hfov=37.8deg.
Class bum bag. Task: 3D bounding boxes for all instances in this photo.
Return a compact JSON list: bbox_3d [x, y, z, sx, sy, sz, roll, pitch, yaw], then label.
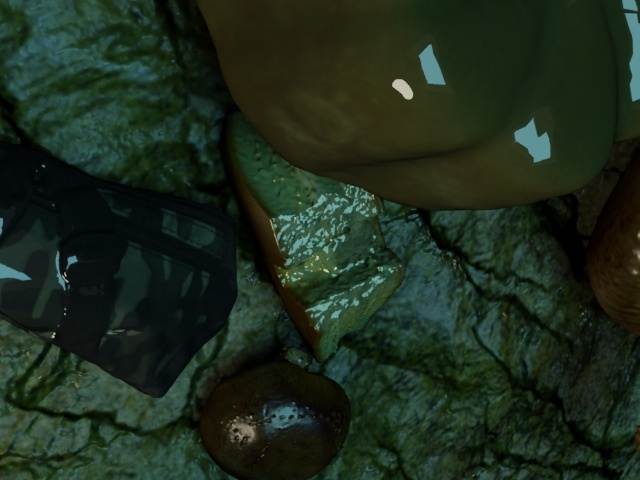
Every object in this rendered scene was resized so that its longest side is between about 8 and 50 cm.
[{"bbox_3d":[-0.194,0.002,0.599,0.340,0.095,0.144,25,76,-37],"label":"bum bag"}]

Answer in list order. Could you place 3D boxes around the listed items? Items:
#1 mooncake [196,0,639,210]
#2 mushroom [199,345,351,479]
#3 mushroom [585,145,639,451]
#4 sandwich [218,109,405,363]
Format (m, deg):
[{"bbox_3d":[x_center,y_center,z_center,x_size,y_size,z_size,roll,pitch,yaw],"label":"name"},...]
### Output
[{"bbox_3d":[0.103,-0.206,0.613,0.378,0.200,0.379,0,90,-34],"label":"mooncake"},{"bbox_3d":[-0.037,0.149,0.765,0.127,0.087,0.127,-8,125,-11],"label":"mushroom"},{"bbox_3d":[0.411,0.032,0.868,0.331,0.356,0.334,37,125,-13],"label":"mushroom"},{"bbox_3d":[0.000,0.000,0.725,0.090,0.088,0.244,-30,120,-18],"label":"sandwich"}]
